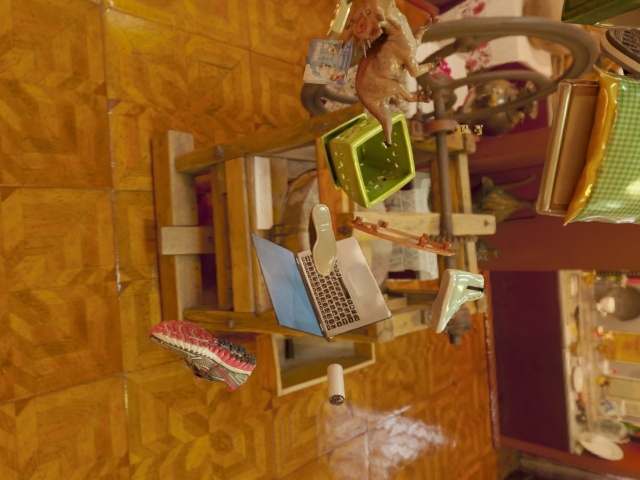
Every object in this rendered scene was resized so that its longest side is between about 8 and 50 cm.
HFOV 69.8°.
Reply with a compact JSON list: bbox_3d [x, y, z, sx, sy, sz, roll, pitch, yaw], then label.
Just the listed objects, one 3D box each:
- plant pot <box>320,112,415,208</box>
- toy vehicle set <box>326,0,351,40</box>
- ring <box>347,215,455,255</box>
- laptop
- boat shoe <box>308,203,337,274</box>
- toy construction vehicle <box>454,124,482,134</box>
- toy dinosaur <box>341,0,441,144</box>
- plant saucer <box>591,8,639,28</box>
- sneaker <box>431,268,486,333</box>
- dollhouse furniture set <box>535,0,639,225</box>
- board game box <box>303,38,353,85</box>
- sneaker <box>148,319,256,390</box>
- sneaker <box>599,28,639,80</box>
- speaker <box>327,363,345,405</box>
[{"bbox_3d":[0.137,-0.268,1.454,0.227,0.207,0.228,-34,127,-23],"label":"plant pot"},{"bbox_3d":[0.089,-0.851,1.615,0.035,0.166,0.267,17,100,-11],"label":"toy vehicle set"},{"bbox_3d":[0.245,-0.020,1.392,0.336,0.336,0.032,8,102,-44],"label":"ring"},{"bbox_3d":[0.006,0.125,1.638,0.407,0.236,0.382,-16,56,-9],"label":"laptop"},{"bbox_3d":[0.000,0.000,1.346,0.075,0.065,0.206,-2,83,-22],"label":"boat shoe"},{"bbox_3d":[0.488,-0.361,1.511,0.098,0.085,0.035,-40,128,-65],"label":"toy construction vehicle"},{"bbox_3d":[0.121,-0.354,0.923,0.200,0.127,0.296,3,125,-15],"label":"toy dinosaur"},{"bbox_3d":[0.540,-0.410,0.699,0.277,0.277,0.041,4,84,-45],"label":"plant saucer"},{"bbox_3d":[0.474,0.219,1.565,0.151,0.094,0.256,6,120,-7],"label":"sneaker"},{"bbox_3d":[0.338,-0.146,0.422,0.151,0.197,0.302,-78,172,-76],"label":"dollhouse furniture set"},{"bbox_3d":[0.016,-0.372,0.959,0.020,0.090,0.090,23,78,-70],"label":"board game box"},{"bbox_3d":[-0.325,0.314,1.243,0.299,0.121,0.112,30,96,-15],"label":"sneaker"},{"bbox_3d":[0.686,-0.332,1.005,0.295,0.178,0.124,24,60,-9],"label":"sneaker"},{"bbox_3d":[0.050,0.475,1.514,0.055,0.055,0.136,58,14,-26],"label":"speaker"}]
